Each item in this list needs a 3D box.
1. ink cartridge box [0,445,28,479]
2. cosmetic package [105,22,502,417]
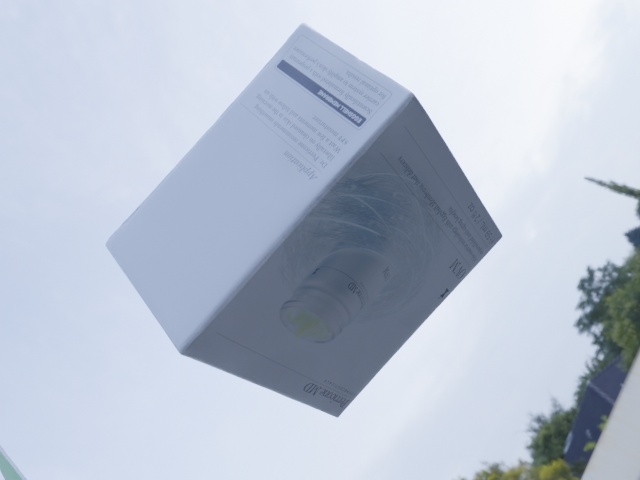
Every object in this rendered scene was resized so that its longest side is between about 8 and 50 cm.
[{"bbox_3d":[-0.309,0.285,0.599,0.056,0.171,0.235,13,-74,-57],"label":"ink cartridge box"},{"bbox_3d":[0.000,0.000,0.528,0.225,0.138,0.224,-47,-38,3],"label":"cosmetic package"}]
